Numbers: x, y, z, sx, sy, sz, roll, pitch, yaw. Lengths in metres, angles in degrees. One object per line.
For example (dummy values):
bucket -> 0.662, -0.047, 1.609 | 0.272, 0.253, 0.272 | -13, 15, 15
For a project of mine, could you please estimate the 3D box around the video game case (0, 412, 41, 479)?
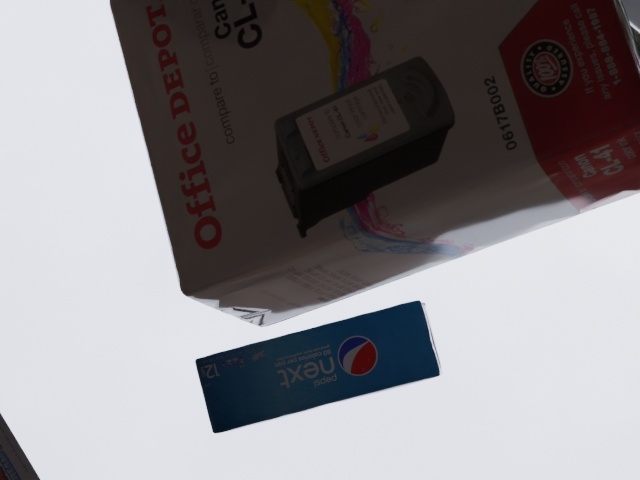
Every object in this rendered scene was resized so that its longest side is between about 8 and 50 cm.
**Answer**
video game case -> -0.390, 0.246, 1.512 | 0.143, 0.157, 0.019 | -26, -21, -27

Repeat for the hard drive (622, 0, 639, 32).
hard drive -> 0.250, -0.235, 1.194 | 0.203, 0.307, 0.040 | 5, -55, -50

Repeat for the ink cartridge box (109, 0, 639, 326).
ink cartridge box -> 0.044, -0.101, 0.901 | 0.306, 0.131, 0.226 | -21, -109, 15

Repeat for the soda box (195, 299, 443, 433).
soda box -> 0.000, 0.114, 1.271 | 0.210, 0.067, 0.071 | -15, -96, 7
